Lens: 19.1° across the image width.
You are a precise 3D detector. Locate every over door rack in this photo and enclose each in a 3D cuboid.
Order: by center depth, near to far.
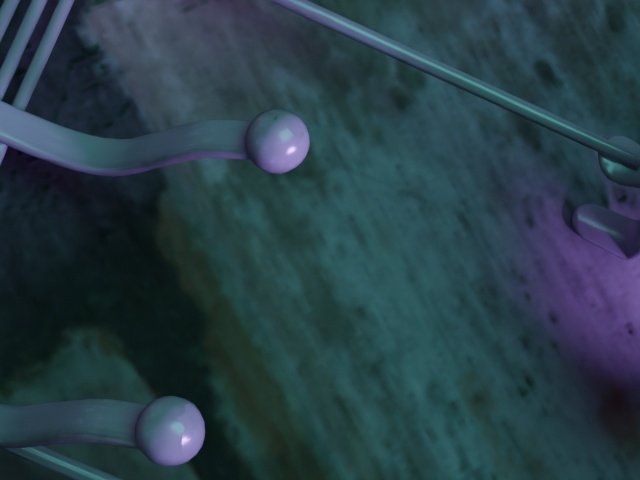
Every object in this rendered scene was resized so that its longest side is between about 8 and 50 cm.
[{"bbox_3d":[0.000,0.000,0.680,0.324,0.108,0.239,30,60,-20],"label":"over door rack"}]
